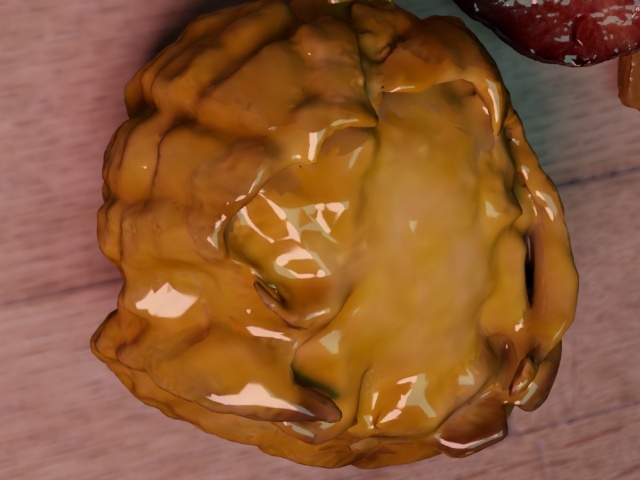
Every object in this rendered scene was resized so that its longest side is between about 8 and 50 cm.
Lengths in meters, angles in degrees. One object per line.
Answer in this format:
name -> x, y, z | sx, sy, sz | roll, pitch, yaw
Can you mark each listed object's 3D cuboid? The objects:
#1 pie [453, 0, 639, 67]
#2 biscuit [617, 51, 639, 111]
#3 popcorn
pie -> 0.127, -0.155, 0.874 | 0.154, 0.036, 0.154 | -1, 119, -2
biscuit -> 0.190, -0.151, 0.931 | 0.133, 0.027, 0.184 | -31, 123, 0
popcorn -> 0.000, 0.000, 0.833 | 0.250, 0.190, 0.250 | -7, 117, -14
